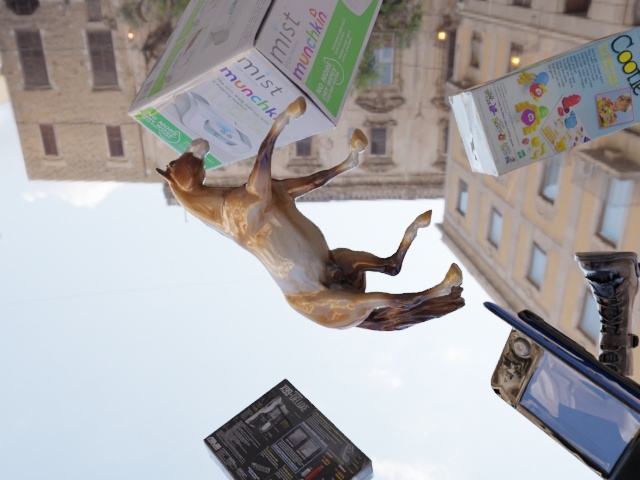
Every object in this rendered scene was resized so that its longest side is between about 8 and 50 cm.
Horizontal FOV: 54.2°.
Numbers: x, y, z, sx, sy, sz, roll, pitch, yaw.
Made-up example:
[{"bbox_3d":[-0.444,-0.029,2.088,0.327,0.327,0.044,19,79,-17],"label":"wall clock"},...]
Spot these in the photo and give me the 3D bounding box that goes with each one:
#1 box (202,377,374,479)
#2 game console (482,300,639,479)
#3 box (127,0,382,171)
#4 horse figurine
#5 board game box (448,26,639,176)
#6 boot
[{"bbox_3d":[-0.074,0.478,1.378,0.243,0.076,0.307,-33,-134,-26],"label":"box"},{"bbox_3d":[0.353,0.235,0.895,0.174,0.250,0.293,-17,-139,-38],"label":"game console"},{"bbox_3d":[-0.064,-0.235,0.707,0.231,0.127,0.261,-11,-129,43],"label":"box"},{"bbox_3d":[0.000,0.000,0.508,0.174,0.263,0.066,-34,-160,37],"label":"horse figurine"},{"bbox_3d":[0.376,-0.223,1.024,0.276,0.144,0.142,-20,-170,1],"label":"board game box"},{"bbox_3d":[0.534,0.143,1.139,0.091,0.228,0.263,-2,166,42],"label":"boot"}]
